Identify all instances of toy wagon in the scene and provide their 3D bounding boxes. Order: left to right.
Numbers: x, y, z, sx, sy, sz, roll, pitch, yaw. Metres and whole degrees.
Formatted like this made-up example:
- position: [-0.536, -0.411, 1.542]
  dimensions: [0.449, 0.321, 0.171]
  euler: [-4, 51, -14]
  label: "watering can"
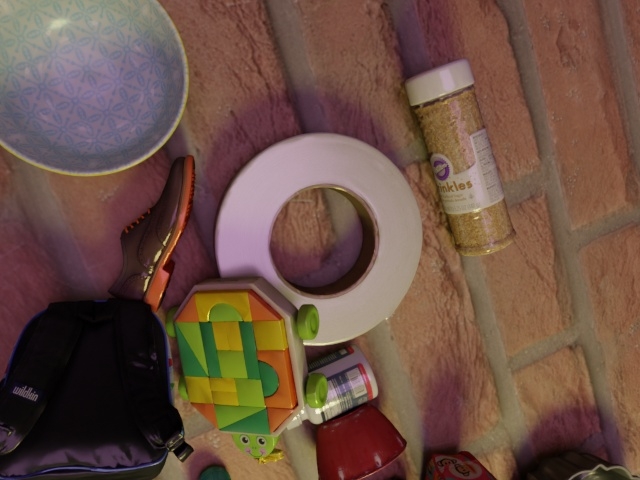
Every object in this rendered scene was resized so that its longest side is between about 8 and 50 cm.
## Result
- position: [-0.123, 0.233, 0.822]
  dimensions: [0.266, 0.068, 0.345]
  euler: [-4, 100, 21]
  label: "toy wagon"

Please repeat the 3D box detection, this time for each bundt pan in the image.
- position: [0.574, 0.633, 1.112]
  dimensions: [0.330, 0.124, 0.331]
  euler: [-2, 97, -15]
  label: "bundt pan"

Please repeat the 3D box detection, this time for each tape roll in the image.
- position: [0.000, 0.000, 0.897]
  dimensions: [0.391, 0.072, 0.393]
  euler: [-2, 97, -15]
  label: "tape roll"

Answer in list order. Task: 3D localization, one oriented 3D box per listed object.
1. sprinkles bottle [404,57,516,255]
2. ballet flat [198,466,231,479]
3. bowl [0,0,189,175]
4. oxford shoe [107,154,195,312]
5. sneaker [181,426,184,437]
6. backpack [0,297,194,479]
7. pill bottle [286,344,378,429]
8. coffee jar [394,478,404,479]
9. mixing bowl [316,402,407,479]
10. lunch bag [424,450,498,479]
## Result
- position: [0.269, -0.152, 0.925]
  dimensions: [0.121, 0.121, 0.356]
  euler: [-23, 103, -12]
  label: "sprinkles bottle"
- position: [-0.191, 0.551, 0.905]
  dimensions: [0.083, 0.087, 0.248]
  euler: [-6, 99, -15]
  label: "ballet flat"
- position: [-0.345, -0.241, 0.724]
  dimensions: [0.289, 0.156, 0.290]
  euler: [-2, 98, -15]
  label: "bowl"
- position: [-0.276, -0.019, 0.806]
  dimensions: [0.098, 0.097, 0.272]
  euler: [18, 92, -11]
  label: "oxford shoe"
- position: [-0.320, 0.339, 0.848]
  dimensions: [0.161, 0.073, 0.064]
  euler: [12, 94, -17]
  label: "sneaker"
- position: [-0.345, 0.228, 0.744]
  dimensions: [0.276, 0.213, 0.264]
  euler: [8, 56, -23]
  label: "backpack"
- position: [0.006, 0.278, 0.915]
  dimensions: [0.180, 0.108, 0.108]
  euler: [-21, 102, -12]
  label: "pill bottle"
- position: [0.116, 0.567, 0.989]
  dimensions: [0.184, 0.096, 0.079]
  euler: [-24, 106, -12]
  label: "coffee jar"
- position: [0.062, 0.370, 0.923]
  dimensions: [0.181, 0.181, 0.098]
  euler: [-21, 82, -12]
  label: "mixing bowl"
- position: [0.296, 0.591, 0.941]
  dimensions: [0.120, 0.293, 0.259]
  euler: [0, 101, -14]
  label: "lunch bag"
